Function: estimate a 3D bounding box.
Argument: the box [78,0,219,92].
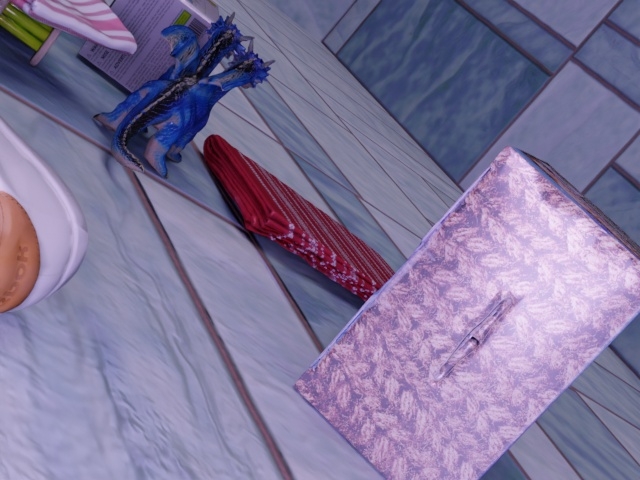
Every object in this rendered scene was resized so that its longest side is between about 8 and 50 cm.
[{"bbox_3d":[-0.183,-0.234,1.234,0.103,0.114,0.203,36,12,-16],"label":"box"}]

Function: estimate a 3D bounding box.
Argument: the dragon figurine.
[{"bbox_3d":[-0.121,-0.139,1.012,0.085,0.144,0.289,41,12,0],"label":"dragon figurine"}]

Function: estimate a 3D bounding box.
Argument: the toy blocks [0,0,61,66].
[{"bbox_3d":[-0.298,-0.228,0.998,0.148,0.054,0.123,35,15,-19],"label":"toy blocks"}]

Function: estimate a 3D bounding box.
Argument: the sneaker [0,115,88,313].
[{"bbox_3d":[-0.233,-0.079,0.524,0.290,0.106,0.123,42,9,-1],"label":"sneaker"}]

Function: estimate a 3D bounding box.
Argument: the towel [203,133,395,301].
[{"bbox_3d":[0.000,0.000,1.178,0.275,0.031,0.199,35,11,-34],"label":"towel"}]

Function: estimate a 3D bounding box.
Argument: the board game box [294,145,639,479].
[{"bbox_3d":[0.142,0.062,0.900,0.141,0.232,0.291,43,13,11],"label":"board game box"}]

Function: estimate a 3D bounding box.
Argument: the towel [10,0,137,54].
[{"bbox_3d":[-0.255,-0.239,0.969,0.197,0.029,0.144,45,15,20],"label":"towel"}]
